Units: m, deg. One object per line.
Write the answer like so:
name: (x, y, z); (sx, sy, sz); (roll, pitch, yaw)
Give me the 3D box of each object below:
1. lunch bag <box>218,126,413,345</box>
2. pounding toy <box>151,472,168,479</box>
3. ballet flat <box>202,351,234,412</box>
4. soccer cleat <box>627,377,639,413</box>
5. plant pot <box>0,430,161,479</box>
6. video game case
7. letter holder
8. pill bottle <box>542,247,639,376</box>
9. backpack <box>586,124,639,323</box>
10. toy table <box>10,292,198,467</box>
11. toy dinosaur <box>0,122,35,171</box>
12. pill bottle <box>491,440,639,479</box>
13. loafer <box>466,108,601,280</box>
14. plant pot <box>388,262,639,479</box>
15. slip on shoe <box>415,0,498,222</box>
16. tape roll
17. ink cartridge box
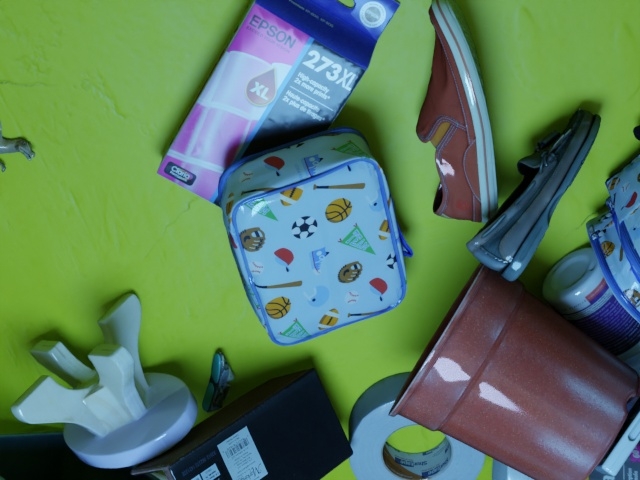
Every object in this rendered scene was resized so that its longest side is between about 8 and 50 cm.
lunch bag: (0.000, 0.000, 1.440); (0.243, 0.115, 0.303); (-21, 130, -7)
pounding toy: (-0.281, 0.488, 1.710); (0.154, 0.154, 0.270); (-20, 115, 12)
ballet flat: (-0.159, 0.224, 1.642); (0.041, 0.041, 0.114); (14, 117, -5)
soccer cleat: (0.504, 0.230, 1.568); (0.248, 0.083, 0.095); (-25, 119, -5)
plant pot: (-0.426, 0.450, 1.556); (0.247, 0.247, 0.252); (7, 96, -47)
video game case: (0.443, 0.239, 1.418); (0.023, 0.212, 0.193); (35, 87, 16)
letter holder: (-0.141, 0.338, 1.559); (0.214, 0.302, 0.152); (-19, 97, 48)
pill bottle: (0.426, 0.111, 1.522); (0.108, 0.108, 0.193); (-38, 110, 19)
backpack: (0.496, 0.020, 1.387); (0.276, 0.263, 0.213); (34, 113, -16)
toy table: (-0.321, 0.218, 1.538); (0.274, 0.252, 0.161); (-12, 120, 38)
toy dinosaur: (-0.499, -0.147, 1.460); (0.183, 0.053, 0.093); (27, 99, -20)
pill bottle: (0.421, 0.380, 1.631); (0.278, 0.162, 0.162); (4, 117, -1)
loafer: (0.289, -0.076, 1.386); (0.084, 0.096, 0.267); (29, 74, 5)
plant pot: (0.277, 0.200, 1.441); (0.265, 0.272, 0.272); (32, 115, 7)
slip on shoe: (0.176, -0.167, 1.388); (0.101, 0.123, 0.331); (-7, 122, 9)
tape roll: (0.154, 0.321, 1.659); (0.219, 0.072, 0.219); (1, 116, 1)
ink cartridge box: (-0.062, -0.204, 1.404); (0.175, 0.069, 0.371); (28, 112, -13)
